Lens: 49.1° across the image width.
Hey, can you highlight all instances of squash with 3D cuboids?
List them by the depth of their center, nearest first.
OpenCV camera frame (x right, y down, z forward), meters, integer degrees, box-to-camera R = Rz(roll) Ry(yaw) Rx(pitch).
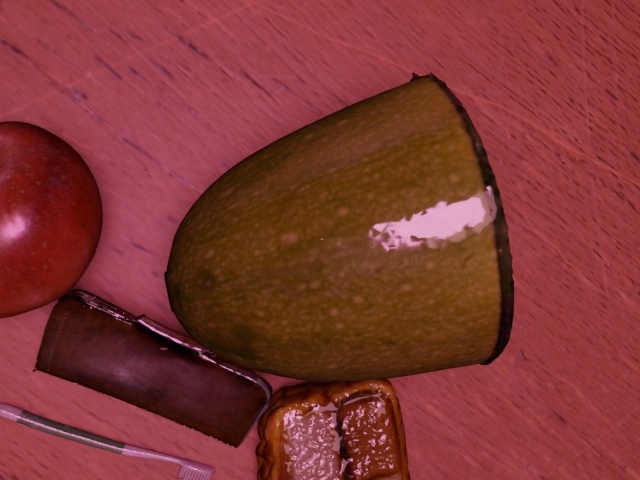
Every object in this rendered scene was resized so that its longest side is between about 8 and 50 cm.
[{"bbox_3d":[-0.009,0.010,0.709,0.309,0.310,0.310,-13,92,-7],"label":"squash"}]

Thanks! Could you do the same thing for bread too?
[{"bbox_3d":[0.015,0.267,0.815,0.181,0.096,0.222,-7,91,-13],"label":"bread"}]

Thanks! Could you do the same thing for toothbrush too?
[{"bbox_3d":[-0.246,0.233,0.805,0.257,0.018,0.024,22,92,-10],"label":"toothbrush"}]

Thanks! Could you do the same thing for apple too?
[{"bbox_3d":[-0.320,-0.015,0.716,0.201,0.162,0.201,-6,53,8],"label":"apple"}]

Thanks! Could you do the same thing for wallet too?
[{"bbox_3d":[-0.181,0.145,0.777,0.255,0.031,0.137,25,124,-8],"label":"wallet"}]
